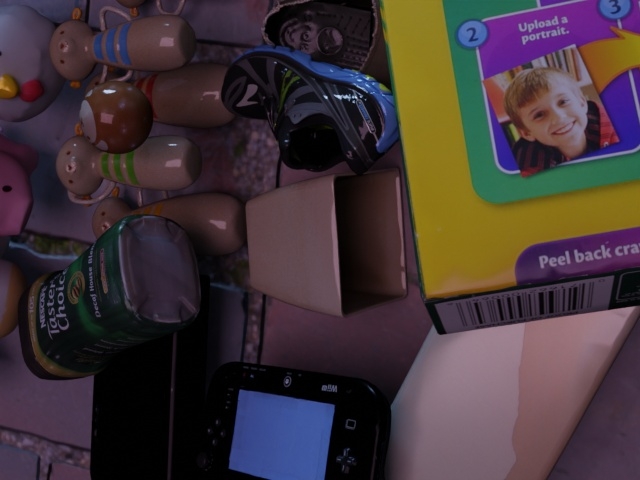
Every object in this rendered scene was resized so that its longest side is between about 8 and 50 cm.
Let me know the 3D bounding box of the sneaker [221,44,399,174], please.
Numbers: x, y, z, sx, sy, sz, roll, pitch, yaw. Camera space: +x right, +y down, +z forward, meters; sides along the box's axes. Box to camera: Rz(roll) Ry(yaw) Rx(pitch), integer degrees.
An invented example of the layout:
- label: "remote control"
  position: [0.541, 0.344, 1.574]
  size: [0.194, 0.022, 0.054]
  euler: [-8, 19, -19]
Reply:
- label: "sneaker"
  position: [-0.018, -0.095, 0.825]
  size: [0.188, 0.067, 0.078]
  euler: [23, 72, 44]

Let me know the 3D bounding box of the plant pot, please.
- label: "plant pot"
  position: [0.000, 0.000, 0.883]
  size: [0.096, 0.109, 0.109]
  euler: [-1, 95, 31]

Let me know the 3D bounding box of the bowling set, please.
- label: "bowling set"
  position: [-0.165, -0.117, 0.887]
  size: [0.154, 0.200, 0.286]
  euler: [1, 92, 24]

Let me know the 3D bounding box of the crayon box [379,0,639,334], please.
- label: "crayon box"
  position: [0.225, -0.127, 0.692]
  size: [0.363, 0.106, 0.313]
  euler: [-9, 71, 9]

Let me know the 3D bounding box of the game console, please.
- label: "game console"
  position: [-0.078, 0.133, 0.876]
  size: [0.361, 0.044, 0.213]
  euler: [0, 88, 48]

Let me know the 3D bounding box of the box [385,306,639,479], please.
- label: "box"
  position: [0.125, 0.134, 0.824]
  size: [0.121, 0.148, 0.311]
  euler: [29, 107, 15]

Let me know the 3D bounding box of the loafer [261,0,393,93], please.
- label: "loafer"
  position: [0.063, -0.145, 0.847]
  size: [0.251, 0.087, 0.094]
  euler: [7, 98, 21]

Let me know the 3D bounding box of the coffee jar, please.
- label: "coffee jar"
  position: [-0.181, 0.053, 0.909]
  size: [0.184, 0.079, 0.096]
  euler: [-30, 64, 43]

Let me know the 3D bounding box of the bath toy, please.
- label: "bath toy"
  position: [-0.308, -0.034, 0.957]
  size: [0.151, 0.129, 0.348]
  euler: [28, 112, 19]
